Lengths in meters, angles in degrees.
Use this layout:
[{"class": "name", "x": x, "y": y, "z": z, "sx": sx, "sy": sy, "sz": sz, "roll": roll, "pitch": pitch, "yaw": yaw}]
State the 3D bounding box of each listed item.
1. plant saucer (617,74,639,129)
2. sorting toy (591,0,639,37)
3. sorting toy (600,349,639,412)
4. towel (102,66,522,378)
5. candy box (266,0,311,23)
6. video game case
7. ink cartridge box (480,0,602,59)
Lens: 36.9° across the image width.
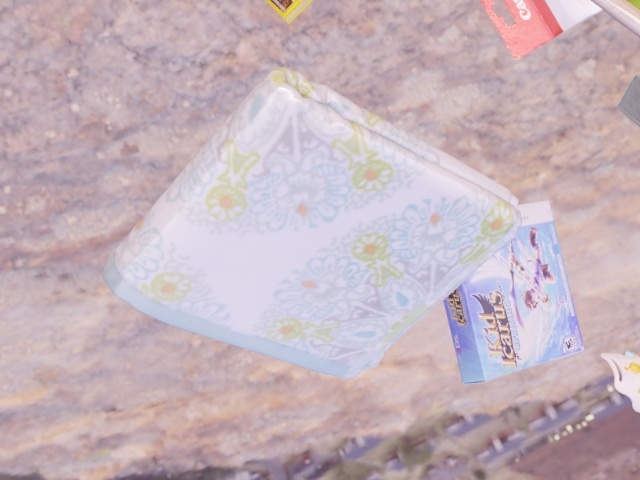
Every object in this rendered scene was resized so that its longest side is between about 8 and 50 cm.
[{"class": "plant saucer", "x": 0.448, "y": -0.191, "z": 1.328, "sx": 0.018, "sy": 0.192, "sz": 0.067, "roll": 25, "pitch": 108, "yaw": -3}, {"class": "sorting toy", "x": 0.243, "y": -0.111, "z": 0.593, "sx": 0.038, "sy": 0.208, "sz": 0.193, "roll": -49, "pitch": 167, "yaw": 23}, {"class": "sorting toy", "x": 0.388, "y": 0.169, "z": 1.216, "sx": 0.075, "sy": 0.083, "sz": 0.045, "roll": 14, "pitch": 135, "yaw": -35}, {"class": "towel", "x": 0.000, "y": 0.000, "z": 1.060, "sx": 0.375, "sy": 0.090, "sz": 0.320, "roll": 23, "pitch": 123, "yaw": -34}, {"class": "candy box", "x": -0.072, "y": -0.500, "z": 1.839, "sx": 0.105, "sy": 0.206, "sz": 0.027, "roll": -43, "pitch": 136, "yaw": 5}, {"class": "video game case", "x": 0.310, "y": 0.079, "z": 1.586, "sx": 0.244, "sy": 0.269, "sz": 0.061, "roll": -10, "pitch": 175, "yaw": -35}, {"class": "ink cartridge box", "x": 0.299, "y": -0.343, "z": 1.248, "sx": 0.179, "sy": 0.145, "sz": 0.045, "roll": -31, "pitch": 180, "yaw": -5}]
